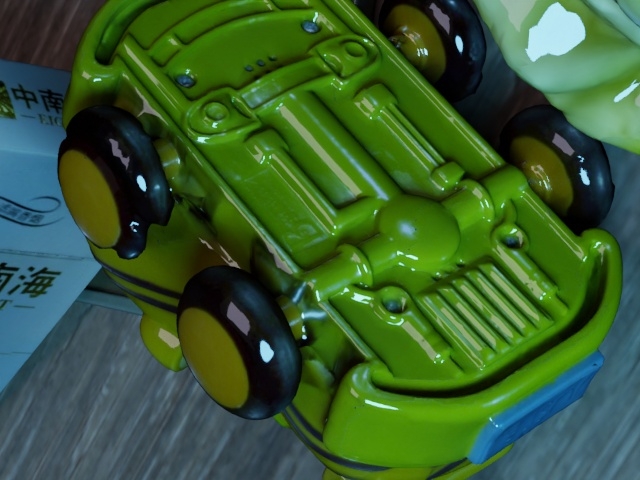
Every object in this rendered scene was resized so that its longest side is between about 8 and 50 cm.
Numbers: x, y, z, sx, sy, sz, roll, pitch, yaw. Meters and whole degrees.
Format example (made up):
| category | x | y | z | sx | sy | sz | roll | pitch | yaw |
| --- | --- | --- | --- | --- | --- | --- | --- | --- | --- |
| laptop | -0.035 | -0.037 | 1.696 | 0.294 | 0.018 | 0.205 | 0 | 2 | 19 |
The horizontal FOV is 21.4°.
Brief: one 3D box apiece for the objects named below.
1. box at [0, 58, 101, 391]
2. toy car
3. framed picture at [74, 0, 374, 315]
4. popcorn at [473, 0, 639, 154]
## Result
| category | x | y | z | sx | sy | sz | roll | pitch | yaw |
| --- | --- | --- | --- | --- | --- | --- | --- | --- | --- |
| box | -0.202 | 0.010 | 0.862 | 0.243 | 0.155 | 0.067 | -48 | 54 | 34 |
| toy car | 0.000 | 0.000 | 0.705 | 0.248 | 0.200 | 0.142 | 52 | 145 | 23 |
| framed picture | -0.052 | -0.079 | 0.856 | 0.184 | 0.016 | 0.250 | 7 | 88 | 41 |
| popcorn | 0.151 | -0.220 | 0.573 | 0.292 | 0.293 | 0.334 | 101 | 158 | -67 |
